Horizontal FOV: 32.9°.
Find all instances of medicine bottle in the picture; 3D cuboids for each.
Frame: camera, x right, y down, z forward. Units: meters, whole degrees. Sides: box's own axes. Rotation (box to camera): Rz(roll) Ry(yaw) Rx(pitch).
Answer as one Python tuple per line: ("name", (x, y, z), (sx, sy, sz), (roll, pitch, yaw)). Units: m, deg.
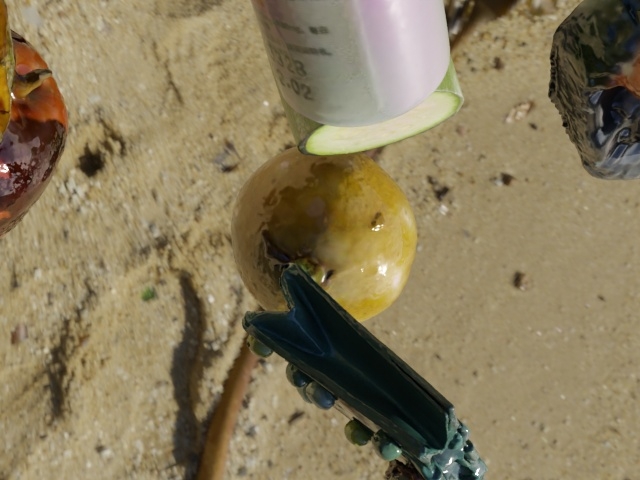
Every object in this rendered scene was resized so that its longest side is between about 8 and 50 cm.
("medicine bottle", (0.014, -0.328, 1.192), (0.219, 0.219, 0.388), (-29, 139, -8))

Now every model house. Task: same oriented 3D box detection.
("model house", (0.338, -0.061, 0.804), (0.190, 0.301, 0.271), (-36, 156, 0))

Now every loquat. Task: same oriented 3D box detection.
("loquat", (0.000, 0.000, 1.833), (0.328, 0.359, 0.328), (4, 111, 10))

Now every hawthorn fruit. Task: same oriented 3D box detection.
("hawthorn fruit", (-0.406, -0.118, 1.169), (0.300, 0.275, 0.275), (-25, 119, 23))

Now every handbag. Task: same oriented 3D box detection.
("handbag", (0.044, 0.173, 1.164), (0.100, 0.274, 0.268), (-44, 152, -9))

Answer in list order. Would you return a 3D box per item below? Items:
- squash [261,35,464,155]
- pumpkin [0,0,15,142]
("squash", (0.034, -0.344, 1.612), (0.263, 0.263, 0.384), (-14, 81, -14))
("pumpkin", (-0.334, -0.149, 0.845), (0.159, 0.238, 0.238), (3, 109, -1))
